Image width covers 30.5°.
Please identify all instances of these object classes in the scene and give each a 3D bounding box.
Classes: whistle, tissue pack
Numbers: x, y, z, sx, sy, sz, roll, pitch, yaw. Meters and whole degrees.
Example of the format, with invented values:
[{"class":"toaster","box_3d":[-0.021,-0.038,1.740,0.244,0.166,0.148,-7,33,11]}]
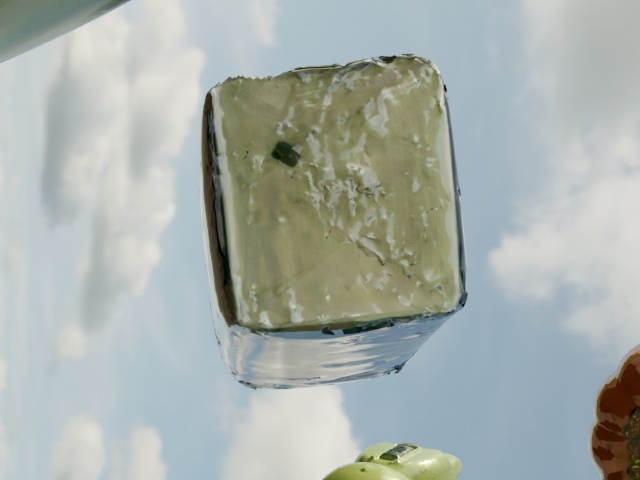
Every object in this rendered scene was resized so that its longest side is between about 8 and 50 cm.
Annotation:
[{"class":"whistle","box_3d":[0.078,0.273,1.245,0.131,0.288,0.106,3,-86,28]},{"class":"tissue pack","box_3d":[0.000,0.000,1.246,0.416,0.253,0.264,100,-17,-75]}]

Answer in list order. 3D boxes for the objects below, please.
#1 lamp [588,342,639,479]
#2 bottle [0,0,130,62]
[{"class":"lamp","box_3d":[0.369,0.193,1.127,0.223,0.196,0.223,-1,-93,30]},{"class":"bottle","box_3d":[-0.218,-0.157,0.607,0.347,0.168,0.168,-22,-119,22]}]
